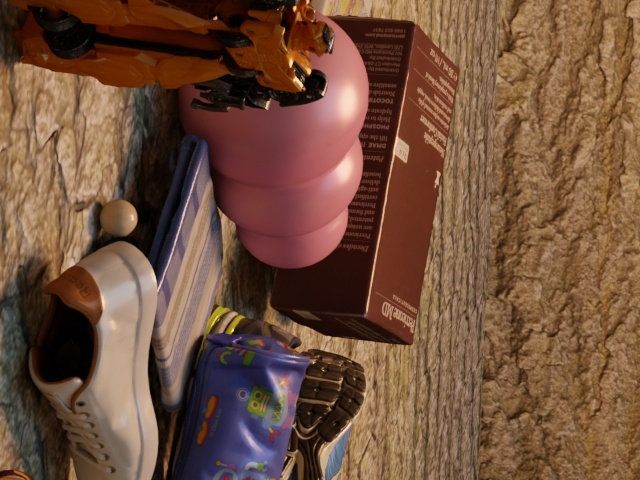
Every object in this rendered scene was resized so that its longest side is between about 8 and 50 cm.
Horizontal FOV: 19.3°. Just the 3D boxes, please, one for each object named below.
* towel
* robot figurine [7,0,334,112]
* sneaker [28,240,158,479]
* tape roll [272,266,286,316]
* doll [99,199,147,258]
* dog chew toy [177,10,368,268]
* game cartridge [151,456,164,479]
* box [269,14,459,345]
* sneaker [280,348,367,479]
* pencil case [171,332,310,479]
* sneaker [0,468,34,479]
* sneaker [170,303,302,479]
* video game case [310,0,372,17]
[{"bbox_3d":[-0.149,0.040,2.013,0.285,0.034,0.209,88,15,-62],"label":"towel"},{"bbox_3d":[-0.126,-0.190,1.550,0.211,0.291,0.085,72,29,-60],"label":"robot figurine"},{"bbox_3d":[-0.226,0.145,1.769,0.123,0.106,0.290,-26,128,-43],"label":"sneaker"},{"bbox_3d":[0.000,0.000,2.559,0.219,0.072,0.219,8,90,-75],"label":"tape roll"},{"bbox_3d":[-0.202,0.053,1.866,0.129,0.046,0.189,-30,126,-73],"label":"doll"},{"bbox_3d":[-0.042,-0.099,2.078,0.332,0.207,0.206,81,22,-46],"label":"dog chew toy"},{"bbox_3d":[-0.191,0.277,2.076,0.083,0.017,0.056,-59,148,-58],"label":"game cartridge"},{"bbox_3d":[0.059,-0.074,2.379,0.191,0.143,0.381,32,67,-65],"label":"box"},{"bbox_3d":[-0.029,0.292,2.548,0.147,0.130,0.330,102,8,-54],"label":"sneaker"},{"bbox_3d":[-0.109,0.251,2.091,0.133,0.119,0.306,21,82,-43],"label":"pencil case"},{"bbox_3d":[-0.268,0.235,1.626,0.185,0.084,0.069,12,85,-75],"label":"sneaker"},{"bbox_3d":[-0.097,0.229,2.198,0.111,0.121,0.300,8,90,-75],"label":"sneaker"},{"bbox_3d":[0.024,-0.301,2.596,0.206,0.026,0.227,72,29,-58],"label":"video game case"}]
